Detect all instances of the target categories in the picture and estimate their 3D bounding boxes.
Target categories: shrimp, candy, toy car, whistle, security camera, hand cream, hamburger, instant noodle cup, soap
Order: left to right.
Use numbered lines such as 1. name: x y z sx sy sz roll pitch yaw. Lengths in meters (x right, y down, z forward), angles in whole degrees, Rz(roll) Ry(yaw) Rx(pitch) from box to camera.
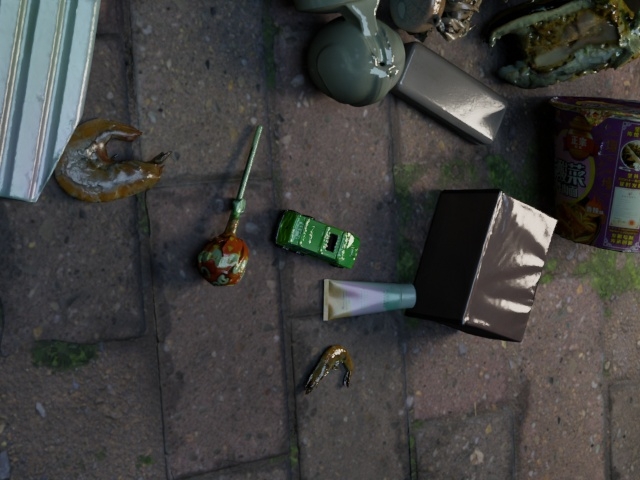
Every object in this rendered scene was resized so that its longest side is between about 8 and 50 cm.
1. soap: -0.456 -0.235 1.558 0.208 0.115 0.346 9 90 -28
2. shrimp: -0.327 -0.129 1.673 0.188 0.052 0.132 -9 98 -25
3. candy: -0.142 -0.061 1.779 0.084 0.078 0.287 17 78 -17
4. toy car: 0.000 0.000 1.856 0.165 0.062 0.071 20 83 -29
5. shrimp: 0.020 0.247 1.910 0.083 0.023 0.114 48 68 -26
6. security camera: 0.052 -0.363 1.787 0.197 0.191 0.277 -21 106 -25
7. hand cream: 0.087 0.106 1.928 0.174 0.047 0.076 -1 96 -20
8. whistle: 0.145 -0.437 1.834 0.057 0.220 0.107 -4 134 -44
9. hamburger: 0.475 -0.393 2.005 0.192 0.288 0.167 -36 109 -55
10. instant noodle cup: 0.587 -0.130 2.044 0.340 0.340 0.265 -2 105 -29

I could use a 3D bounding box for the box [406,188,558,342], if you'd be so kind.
1. box: 0.297 0.048 1.956 0.153 0.188 0.252 21 82 -28

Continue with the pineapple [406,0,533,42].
1. pineapple: 0.260 -0.471 1.895 0.272 0.262 0.262 -42 113 -5

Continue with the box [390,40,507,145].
1. box: 0.237 -0.272 1.971 0.244 0.055 0.103 27 81 -27

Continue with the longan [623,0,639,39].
1. longan: 0.642 -0.505 2.075 0.246 0.246 0.215 6 122 -29
